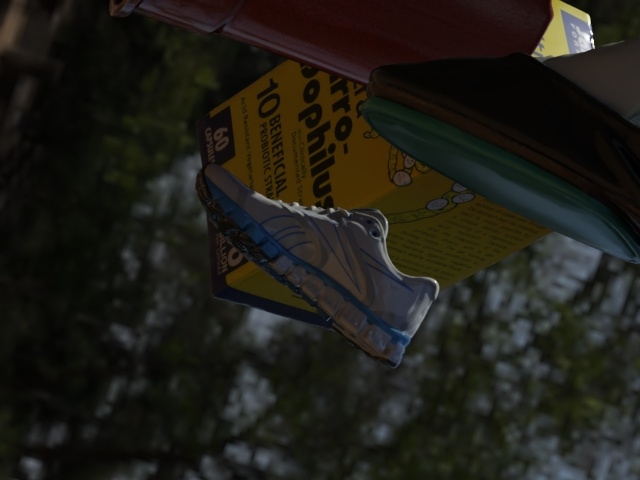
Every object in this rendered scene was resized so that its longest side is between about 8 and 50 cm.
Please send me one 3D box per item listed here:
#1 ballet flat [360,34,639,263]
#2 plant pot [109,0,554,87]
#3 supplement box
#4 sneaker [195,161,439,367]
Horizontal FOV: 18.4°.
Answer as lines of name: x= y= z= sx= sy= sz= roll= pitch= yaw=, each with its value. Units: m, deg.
ballet flat: x=0.149 y=-0.020 z=0.790 sx=0.096 sy=0.280 sz=0.095 roll=-54 pitch=156 yaw=-6
plant pot: x=0.028 y=-0.226 z=1.386 sx=0.272 sy=0.265 sz=0.272 roll=-58 pitch=-164 yaw=28
supplement box: x=0.073 y=-0.079 z=1.839 sx=0.356 sy=0.195 sz=0.194 roll=-30 pitch=-125 yaw=38
sneaker: x=0.000 y=0.000 z=1.369 sx=0.083 sy=0.191 sz=0.071 roll=-51 pitch=-179 yaw=-9
